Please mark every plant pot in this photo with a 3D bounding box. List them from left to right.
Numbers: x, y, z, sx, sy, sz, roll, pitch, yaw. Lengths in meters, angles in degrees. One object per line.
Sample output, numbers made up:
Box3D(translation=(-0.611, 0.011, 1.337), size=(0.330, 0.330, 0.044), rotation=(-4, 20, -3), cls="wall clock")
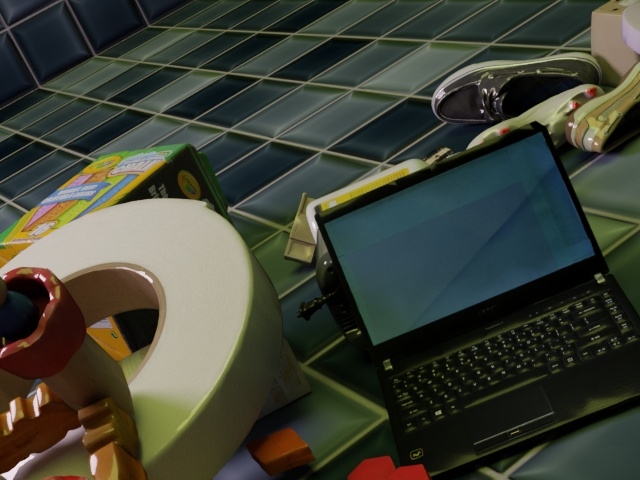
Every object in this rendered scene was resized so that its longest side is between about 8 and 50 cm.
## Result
Box3D(translation=(0.402, -0.258, 1.511), size=(0.109, 0.096, 0.109), rotation=(-31, 23, -14), cls="plant pot")

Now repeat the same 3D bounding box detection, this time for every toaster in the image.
Box3D(translation=(0.083, 0.016, 1.210), size=(0.227, 0.129, 0.146), rotation=(-25, 19, 6), cls="toaster")

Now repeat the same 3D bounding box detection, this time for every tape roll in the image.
Box3D(translation=(-0.220, 0.121, 1.150), size=(0.392, 0.072, 0.392), rotation=(-19, 41, 17), cls="tape roll")

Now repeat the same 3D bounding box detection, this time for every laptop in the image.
Box3D(translation=(0.139, 0.046, 1.039), size=(0.234, 0.136, 0.264), rotation=(-23, 29, 6), cls="laptop")

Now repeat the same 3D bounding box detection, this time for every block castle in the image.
Box3D(translation=(-0.347, 0.242, 0.897), size=(0.453, 0.213, 0.303), rotation=(-29, 45, 5), cls="block castle")

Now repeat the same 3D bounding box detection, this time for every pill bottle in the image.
Box3D(translation=(0.084, -0.028, 1.328), size=(0.184, 0.103, 0.103), rotation=(-23, 23, 6), cls="pill bottle")

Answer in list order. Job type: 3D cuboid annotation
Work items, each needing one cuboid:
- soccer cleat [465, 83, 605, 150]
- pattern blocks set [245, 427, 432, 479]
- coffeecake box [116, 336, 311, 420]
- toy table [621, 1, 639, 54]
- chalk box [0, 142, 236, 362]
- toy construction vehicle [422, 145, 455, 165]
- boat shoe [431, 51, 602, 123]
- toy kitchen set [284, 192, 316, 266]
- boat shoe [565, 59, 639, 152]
Box3D(translation=(0.252, -0.125, 1.428), size=(0.196, 0.068, 0.076), rotation=(-28, 8, -10), cls="soccer cleat")
Box3D(translation=(-0.088, 0.258, 0.977), size=(0.325, 0.026, 0.285), rotation=(0, 35, 47), cls="pattern blocks set")
Box3D(translation=(-0.121, 0.142, 1.213), size=(0.185, 0.068, 0.142), rotation=(-28, 25, -6), cls="coffeecake box")
Box3D(translation=(0.466, -0.285, 1.324), size=(0.274, 0.161, 0.252), rotation=(11, 36, 28), cls="toy table")
Box3D(translation=(-0.228, -0.002, 1.498), size=(0.179, 0.180, 0.289), rotation=(-4, 30, 41), cls="chalk box")
Box3D(translation=(0.158, -0.077, 1.460), size=(0.098, 0.035, 0.086), rotation=(-37, 36, -20), cls="toy construction vehicle")
Box3D(translation=(0.246, -0.185, 1.548), size=(0.229, 0.080, 0.076), rotation=(-5, 27, 24), cls="boat shoe")
Box3D(translation=(0.000, 0.000, 1.459), size=(0.068, 0.075, 0.083), rotation=(16, 71, 4), cls="toy kitchen set")
Box3D(translation=(0.373, -0.155, 1.377), size=(0.190, 0.068, 0.072), rotation=(-38, 39, -11), cls="boat shoe")
